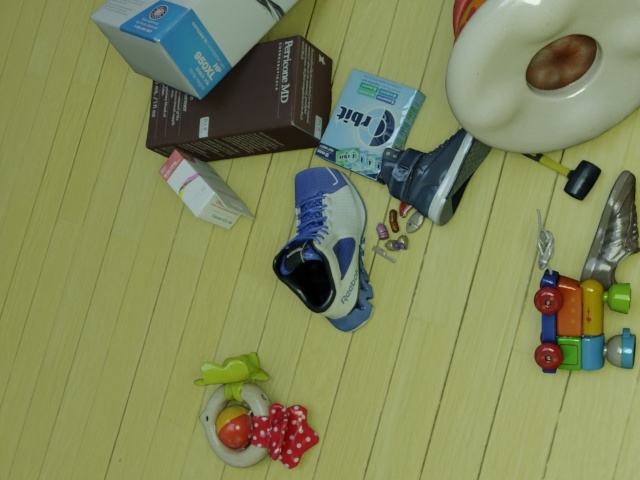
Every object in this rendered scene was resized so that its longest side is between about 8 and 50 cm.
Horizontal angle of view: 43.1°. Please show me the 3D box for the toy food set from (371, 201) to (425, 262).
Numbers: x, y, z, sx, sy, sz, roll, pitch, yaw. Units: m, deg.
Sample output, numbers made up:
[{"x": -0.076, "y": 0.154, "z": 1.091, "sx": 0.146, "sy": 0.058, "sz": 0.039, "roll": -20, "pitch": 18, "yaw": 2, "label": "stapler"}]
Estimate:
[{"x": 0.140, "y": -0.025, "z": 1.481, "sx": 0.078, "sy": 0.019, "sz": 0.122, "roll": 33, "pitch": 97, "yaw": 33, "label": "toy food set"}]

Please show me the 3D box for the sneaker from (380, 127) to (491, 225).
[{"x": 0.203, "y": -0.160, "z": 1.436, "sx": 0.163, "sy": 0.086, "sz": 0.226, "roll": 33, "pitch": 96, "yaw": 33, "label": "sneaker"}]

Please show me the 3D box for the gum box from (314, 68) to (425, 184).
[{"x": 0.092, "y": -0.219, "z": 1.545, "sx": 0.157, "sy": 0.041, "sz": 0.184, "roll": 27, "pitch": 94, "yaw": 34, "label": "gum box"}]

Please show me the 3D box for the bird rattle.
[{"x": -0.132, "y": 0.338, "z": 1.535, "sx": 0.253, "sy": 0.143, "sz": 0.207, "roll": 48, "pitch": 117, "yaw": 18, "label": "bird rattle"}]

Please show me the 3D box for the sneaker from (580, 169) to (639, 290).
[{"x": 0.466, "y": -0.012, "z": 1.258, "sx": 0.071, "sy": 0.066, "sz": 0.188, "roll": 20, "pitch": 95, "yaw": 17, "label": "sneaker"}]

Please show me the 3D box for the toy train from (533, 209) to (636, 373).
[{"x": 0.397, "y": 0.077, "z": 1.212, "sx": 0.143, "sy": 0.105, "sz": 0.248, "roll": 1, "pitch": 103, "yaw": 20, "label": "toy train"}]

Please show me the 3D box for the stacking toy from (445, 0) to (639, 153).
[{"x": 0.329, "y": -0.410, "z": 1.336, "sx": 0.350, "sy": 0.350, "sz": 0.480, "roll": -32, "pitch": 45, "yaw": 22, "label": "stacking toy"}]

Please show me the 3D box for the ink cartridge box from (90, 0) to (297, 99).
[{"x": -0.220, "y": -0.501, "z": 1.632, "sx": 0.395, "sy": 0.166, "sz": 0.285, "roll": -48, "pitch": 44, "yaw": -12, "label": "ink cartridge box"}]

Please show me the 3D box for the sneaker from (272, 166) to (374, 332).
[{"x": 0.000, "y": 0.001, "z": 1.467, "sx": 0.127, "sy": 0.182, "sz": 0.315, "roll": -20, "pitch": 69, "yaw": 26, "label": "sneaker"}]

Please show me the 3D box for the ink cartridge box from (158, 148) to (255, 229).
[{"x": -0.234, "y": -0.094, "z": 1.676, "sx": 0.067, "sy": 0.115, "sz": 0.198, "roll": -51, "pitch": 57, "yaw": 11, "label": "ink cartridge box"}]

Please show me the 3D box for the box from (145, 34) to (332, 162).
[{"x": -0.172, "y": -0.279, "z": 1.670, "sx": 0.381, "sy": 0.143, "sz": 0.191, "roll": -4, "pitch": 75, "yaw": 30, "label": "box"}]

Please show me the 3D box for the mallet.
[{"x": 0.381, "y": -0.140, "z": 1.351, "sx": 0.062, "sy": 0.039, "sz": 0.189, "roll": -52, "pitch": 54, "yaw": 11, "label": "mallet"}]
